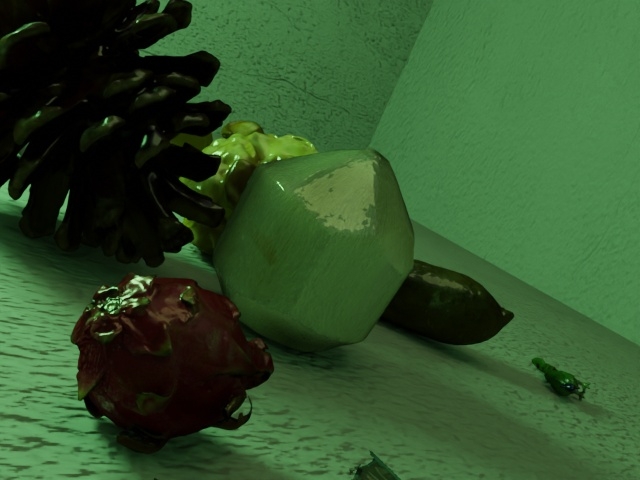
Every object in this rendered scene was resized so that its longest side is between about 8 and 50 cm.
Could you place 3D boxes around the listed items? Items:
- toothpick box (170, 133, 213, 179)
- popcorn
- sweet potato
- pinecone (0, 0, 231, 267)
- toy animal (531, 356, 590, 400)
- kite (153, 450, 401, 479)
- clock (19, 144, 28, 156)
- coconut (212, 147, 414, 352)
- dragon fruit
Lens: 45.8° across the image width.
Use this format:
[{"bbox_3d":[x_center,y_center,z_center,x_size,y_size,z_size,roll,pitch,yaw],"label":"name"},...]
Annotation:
[{"bbox_3d":[-0.349,-0.196,1.490,0.175,0.175,0.271,28,13,21],"label":"toothpick box"},{"bbox_3d":[-0.106,-0.067,1.217,0.264,0.225,0.332,-13,45,-25],"label":"popcorn"},{"bbox_3d":[0.123,0.079,1.301,0.422,0.131,0.130,20,8,8],"label":"sweet potato"},{"bbox_3d":[-0.256,-0.138,0.922,0.384,0.385,0.384,24,9,-4],"label":"pinecone"},{"bbox_3d":[0.444,0.255,1.381,0.075,0.041,0.217,23,4,1],"label":"toy animal"},{"bbox_3d":[0.049,0.240,0.499,0.368,0.014,0.406,24,10,4],"label":"kite"},{"bbox_3d":[-0.515,-0.166,1.284,0.129,0.041,0.087,9,21,-44],"label":"clock"},{"bbox_3d":[0.000,0.000,0.959,0.237,0.266,0.237,32,4,-3],"label":"coconut"},{"bbox_3d":[-0.115,0.093,0.584,0.165,0.133,0.136,14,56,-43],"label":"dragon fruit"}]
